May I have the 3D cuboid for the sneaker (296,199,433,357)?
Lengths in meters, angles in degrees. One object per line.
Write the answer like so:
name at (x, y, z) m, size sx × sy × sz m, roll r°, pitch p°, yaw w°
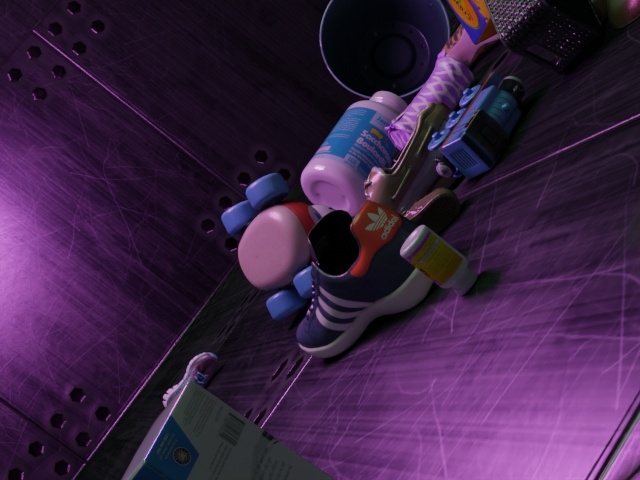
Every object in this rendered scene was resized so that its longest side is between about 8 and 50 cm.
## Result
sneaker at (0.029, 0.044, 1.483) m, size 0.131 × 0.148 × 0.350 m, roll -57°, pitch 9°, yaw -35°

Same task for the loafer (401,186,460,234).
loafer at (0.135, -0.020, 1.533) m, size 0.148 × 0.056 × 0.050 m, roll -37°, pitch 13°, yaw 26°

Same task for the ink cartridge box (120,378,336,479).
ink cartridge box at (-0.087, 0.245, 1.071) m, size 0.082 × 0.190 × 0.139 m, roll -49°, pitch 7°, yaw 28°

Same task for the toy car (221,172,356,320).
toy car at (-0.015, -0.011, 2.025) m, size 0.238 × 0.219 × 0.210 m, roll -22°, pitch -12°, yaw -37°

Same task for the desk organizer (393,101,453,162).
desk organizer at (0.188, -0.175, 1.941) m, size 0.130 × 0.050 × 0.047 m, roll -53°, pitch 8°, yaw -12°

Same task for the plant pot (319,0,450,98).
plant pot at (0.159, -0.453, 2.593) m, size 0.293 × 0.293 × 0.235 m, roll -51°, pitch -8°, yaw 4°

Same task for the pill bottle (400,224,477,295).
pill bottle at (0.131, 0.023, 1.221) m, size 0.043 × 0.083 × 0.043 m, roll -51°, pitch 7°, yaw 9°

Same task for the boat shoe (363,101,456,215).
boat shoe at (0.115, -0.073, 1.692) m, size 0.302 × 0.103 × 0.113 m, roll -51°, pitch 7°, yaw 3°

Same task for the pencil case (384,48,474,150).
pencil case at (0.202, -0.250, 2.073) m, size 0.206 × 0.088 × 0.086 m, roll -54°, pitch 10°, yaw -22°

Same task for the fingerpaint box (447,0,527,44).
fingerpaint box at (0.238, -0.601, 1.831) m, size 0.163 × 0.445 × 0.371 m, roll -28°, pitch -9°, yaw -10°

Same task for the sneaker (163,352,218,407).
sneaker at (-0.272, 0.316, 2.392) m, size 0.166 × 0.065 × 0.076 m, roll -53°, pitch 23°, yaw 11°

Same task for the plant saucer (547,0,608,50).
plant saucer at (0.371, -0.346, 1.595) m, size 0.168 × 0.029 × 0.168 m, roll -51°, pitch 20°, yaw 27°

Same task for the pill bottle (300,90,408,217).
pill bottle at (0.082, -0.179, 2.227) m, size 0.264 × 0.146 × 0.146 m, roll -57°, pitch 9°, yaw -29°

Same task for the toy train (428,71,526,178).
toy train at (0.228, -0.162, 1.570) m, size 0.184 × 0.080 × 0.105 m, roll -53°, pitch 16°, yaw -29°

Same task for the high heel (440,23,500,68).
high heel at (0.316, -0.431, 2.199) m, size 0.261 × 0.093 × 0.186 m, roll -58°, pitch 11°, yaw 20°

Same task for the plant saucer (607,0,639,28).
plant saucer at (0.431, -0.359, 1.426) m, size 0.198 × 0.036 × 0.198 m, roll -51°, pitch 7°, yaw 9°

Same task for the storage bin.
storage bin at (0.296, -0.327, 1.523) m, size 0.084 × 0.122 × 0.180 m, roll -46°, pitch 39°, yaw 35°
